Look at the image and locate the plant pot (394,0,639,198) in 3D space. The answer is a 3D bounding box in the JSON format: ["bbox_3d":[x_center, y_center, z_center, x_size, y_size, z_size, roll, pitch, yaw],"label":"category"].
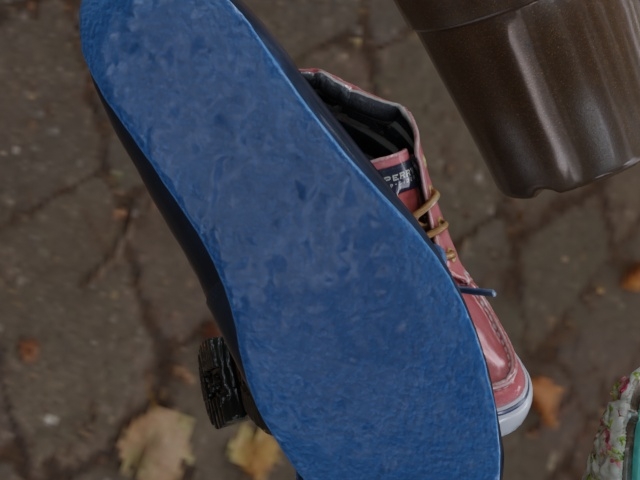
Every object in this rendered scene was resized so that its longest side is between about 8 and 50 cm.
[{"bbox_3d":[0.140,-0.125,1.170,0.167,0.167,0.165,-35,108,-36],"label":"plant pot"}]

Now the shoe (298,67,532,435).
[{"bbox_3d":[0.030,0.002,0.809,0.063,0.178,0.081,-23,143,-30],"label":"shoe"}]

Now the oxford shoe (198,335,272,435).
[{"bbox_3d":[-0.013,0.082,1.259,0.096,0.227,0.082,-8,90,-16],"label":"oxford shoe"}]

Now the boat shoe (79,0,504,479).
[{"bbox_3d":[0.000,0.000,0.747,0.109,0.089,0.258,-24,89,3],"label":"boat shoe"}]

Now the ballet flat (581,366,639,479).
[{"bbox_3d":[0.180,0.178,1.037,0.091,0.077,0.241,-35,115,-41],"label":"ballet flat"}]
